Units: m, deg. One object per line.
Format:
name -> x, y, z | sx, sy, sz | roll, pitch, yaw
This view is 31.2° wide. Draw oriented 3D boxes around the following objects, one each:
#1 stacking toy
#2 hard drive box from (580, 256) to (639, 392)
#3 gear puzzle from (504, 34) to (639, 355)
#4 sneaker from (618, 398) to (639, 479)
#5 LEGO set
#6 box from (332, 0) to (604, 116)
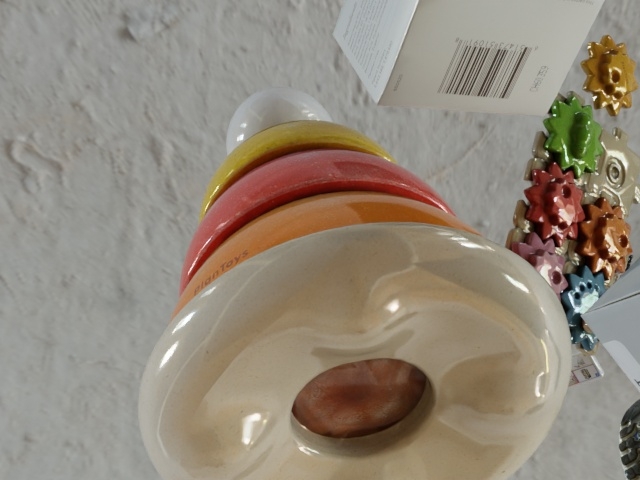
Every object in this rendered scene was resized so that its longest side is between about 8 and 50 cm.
stacking toy -> 0.000, 0.000, 1.060 | 0.350, 0.351, 0.480 | -17, 41, 2
hard drive box -> 0.304, 0.038, 0.698 | 0.232, 0.089, 0.181 | -38, 91, -27
gear puzzle -> 0.286, -0.059, 1.186 | 0.175, 0.044, 0.339 | 30, 68, -31
sneaker -> 0.526, 0.367, 1.587 | 0.129, 0.147, 0.330 | -32, 65, 15
LEGO set -> 0.409, 0.101, 1.649 | 0.244, 0.060, 0.182 | -25, 104, 34
box -> 0.133, -0.214, 0.982 | 0.180, 0.182, 0.119 | 0, 41, -26
